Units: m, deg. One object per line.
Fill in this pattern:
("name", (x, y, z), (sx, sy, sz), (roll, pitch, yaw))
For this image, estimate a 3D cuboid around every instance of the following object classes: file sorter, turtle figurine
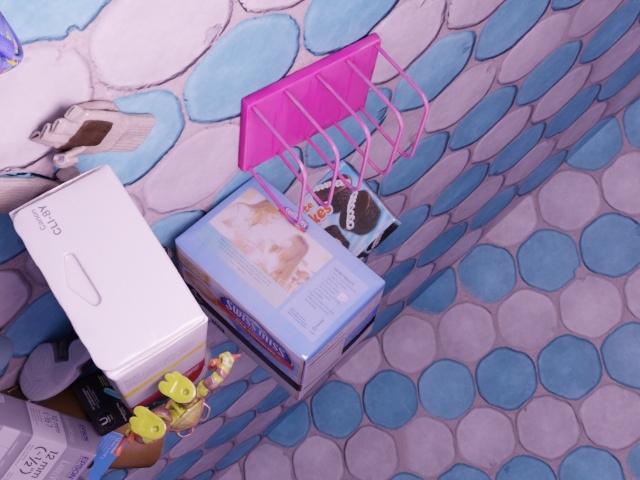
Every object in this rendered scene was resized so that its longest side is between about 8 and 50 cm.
("file sorter", (0.025, -0.191, 1.547), (0.290, 0.182, 0.202), (-31, 158, -22))
("turtle figurine", (-0.236, 0.277, 1.385), (0.269, 0.087, 0.217), (-36, 170, -3))

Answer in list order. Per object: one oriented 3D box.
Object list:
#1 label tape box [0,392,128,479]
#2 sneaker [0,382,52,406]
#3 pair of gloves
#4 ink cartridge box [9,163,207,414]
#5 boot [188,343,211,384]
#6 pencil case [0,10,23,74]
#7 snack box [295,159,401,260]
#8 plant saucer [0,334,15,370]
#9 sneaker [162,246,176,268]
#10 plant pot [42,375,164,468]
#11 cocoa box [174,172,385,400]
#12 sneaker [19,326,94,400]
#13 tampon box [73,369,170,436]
("label tape box", (-0.567, 0.459, 1.685), (0.347, 0.115, 0.249), (32, 101, -37))
("sneaker", (-0.612, 0.332, 1.727), (0.192, 0.064, 0.086), (-30, 154, -32))
("pair of gloves", (-0.364, -0.104, 1.259), (0.240, 0.042, 0.204), (-45, 160, 17))
("ink cartridge box", (-0.311, 0.093, 1.336), (0.160, 0.279, 0.385), (-32, 170, -16))
("boot", (-0.387, 0.340, 2.121), (0.176, 0.088, 0.244), (-8, 147, -53))
("pencil case", (-0.448, -0.139, 0.899), (0.306, 0.133, 0.119), (-41, 166, 6))
("snack box", (0.000, 0.000, 1.908), (0.322, 0.187, 0.060), (-44, 159, 13))
("plant saucer", (-0.626, 0.212, 1.487), (0.195, 0.037, 0.195), (-34, 160, -14))
("sneaker", (-0.318, 0.076, 1.677), (0.078, 0.067, 0.188), (-8, 145, -24))
("plant pot", (-0.502, 0.395, 1.871), (0.254, 0.237, 0.237), (-2, 141, -38))
("cocoa box", (-0.083, 0.090, 1.681), (0.231, 0.347, 0.228), (-42, 162, -24))
("sneaker", (-0.459, 0.219, 1.700), (0.268, 0.101, 0.153), (-43, 161, 12))
("tampon box", (-0.392, 0.299, 1.750), (0.161, 0.120, 0.101), (-28, -179, -1))
